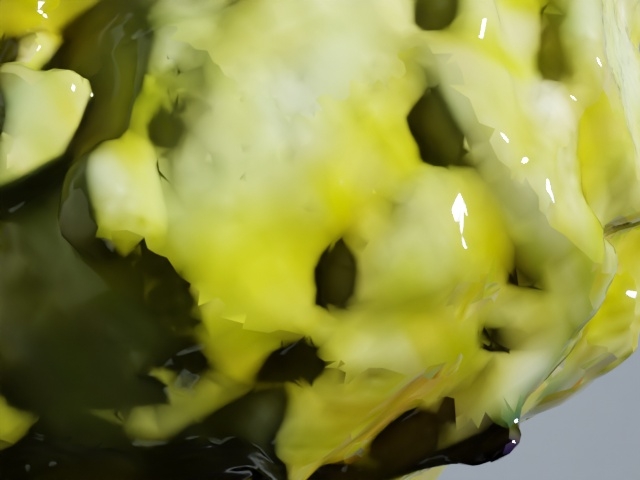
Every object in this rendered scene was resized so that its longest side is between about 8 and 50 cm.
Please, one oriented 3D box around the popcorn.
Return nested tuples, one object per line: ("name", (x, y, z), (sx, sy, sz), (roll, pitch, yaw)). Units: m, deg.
("popcorn", (0.000, 0.000, 0.538), (0.266, 0.192, 0.233), (-3, 138, -33))
